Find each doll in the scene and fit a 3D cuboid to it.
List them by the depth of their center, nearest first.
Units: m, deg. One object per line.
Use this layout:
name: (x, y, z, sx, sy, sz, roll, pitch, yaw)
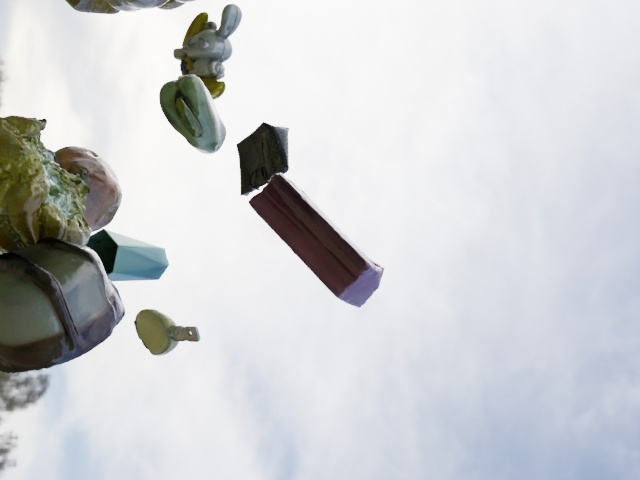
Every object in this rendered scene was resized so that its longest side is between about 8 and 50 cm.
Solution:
doll: (-0.298, -0.481, 2.126, 0.252, 0.111, 0.237, 8, -89, 52)

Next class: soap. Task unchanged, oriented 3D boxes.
soap: (0.000, 0.000, 2.117, 0.128, 0.233, 0.359, -46, -110, 5)
soap: (-0.658, -0.716, 2.211, 0.257, 0.160, 0.080, 47, -58, 21)

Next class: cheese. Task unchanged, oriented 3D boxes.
cheese: (-0.382, 0.236, 2.082, 0.256, 0.050, 0.127, -2, -77, 48)

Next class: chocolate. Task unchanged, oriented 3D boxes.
chocolate: (-0.522, 0.102, 1.552, 0.284, 0.284, 0.186, 23, -49, 58)

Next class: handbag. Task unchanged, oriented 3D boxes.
handbag: (-0.172, -0.242, 2.470, 0.270, 0.089, 0.175, -27, -118, 53)

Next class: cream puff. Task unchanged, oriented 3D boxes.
cream puff: (-0.649, -0.083, 1.690, 0.275, 0.323, 0.269, -10, -134, 17)

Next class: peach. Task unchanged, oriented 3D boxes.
peach: (-0.575, -0.123, 1.951, 0.235, 0.214, 0.214, -21, -114, 60)

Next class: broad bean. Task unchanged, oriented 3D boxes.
broad bean: (-0.264, -0.270, 1.764, 0.228, 0.100, 0.169, -18, 91, -78)

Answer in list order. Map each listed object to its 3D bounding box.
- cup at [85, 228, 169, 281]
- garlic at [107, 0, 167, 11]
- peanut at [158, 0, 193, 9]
cup: (-0.552, 0.053, 2.341, 0.148, 0.236, 0.134, 47, -75, 24)
garlic: (-0.411, -0.667, 1.836, 0.322, 0.241, 0.321, -10, -113, 25)
peanut: (-0.408, -0.751, 2.405, 0.253, 0.122, 0.137, -5, -136, 49)
